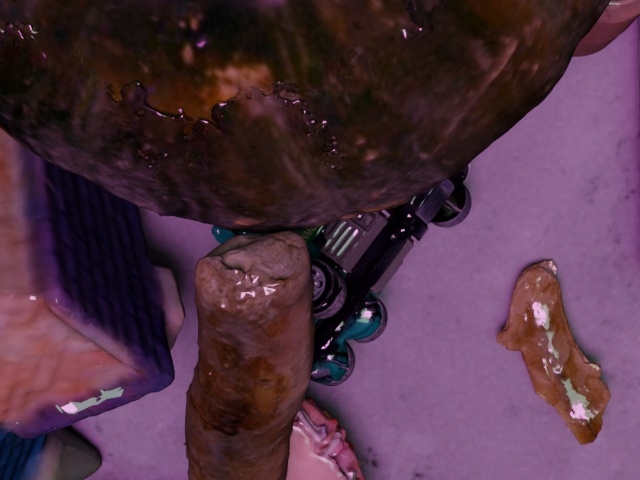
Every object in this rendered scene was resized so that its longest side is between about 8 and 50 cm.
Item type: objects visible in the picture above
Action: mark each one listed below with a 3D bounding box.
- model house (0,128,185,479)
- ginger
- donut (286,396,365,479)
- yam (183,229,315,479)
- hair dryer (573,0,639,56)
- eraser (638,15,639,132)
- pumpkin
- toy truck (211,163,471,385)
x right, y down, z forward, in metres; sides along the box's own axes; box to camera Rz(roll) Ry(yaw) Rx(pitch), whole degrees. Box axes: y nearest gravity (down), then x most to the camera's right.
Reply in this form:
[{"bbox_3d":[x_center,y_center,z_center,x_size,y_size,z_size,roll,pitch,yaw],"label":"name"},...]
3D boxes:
[{"bbox_3d":[-0.251,0.061,0.822,0.280,0.245,0.312,2,136,-25],"label":"model house"},{"bbox_3d":[0.174,0.085,0.888,0.057,0.044,0.137,-19,99,38],"label":"ginger"},{"bbox_3d":[-0.063,0.214,0.909,0.233,0.085,0.199,-39,99,11],"label":"donut"},{"bbox_3d":[-0.046,0.106,0.722,0.071,0.067,0.317,-27,149,-26],"label":"yam"},{"bbox_3d":[0.179,-0.221,0.781,0.064,0.117,0.181,0,85,0],"label":"hair dryer"},{"bbox_3d":[0.312,-0.105,0.800,0.189,0.104,0.290,-4,104,7],"label":"eraser"},{"bbox_3d":[-0.037,-0.229,0.641,0.454,0.344,0.454,2,99,13],"label":"pumpkin"},{"bbox_3d":[0.000,0.000,0.821,0.116,0.110,0.216,37,91,27],"label":"toy truck"}]
